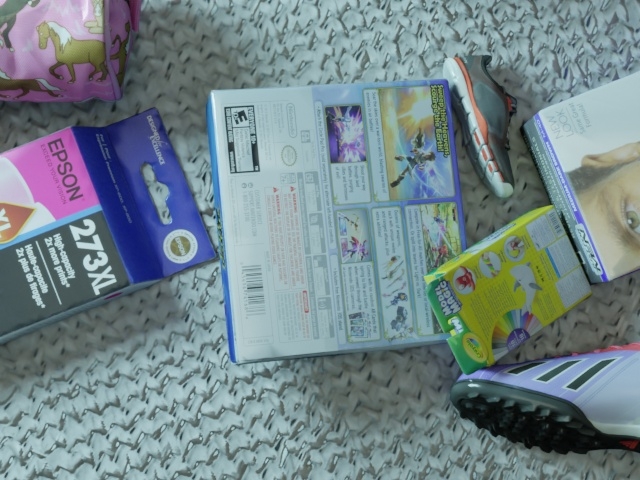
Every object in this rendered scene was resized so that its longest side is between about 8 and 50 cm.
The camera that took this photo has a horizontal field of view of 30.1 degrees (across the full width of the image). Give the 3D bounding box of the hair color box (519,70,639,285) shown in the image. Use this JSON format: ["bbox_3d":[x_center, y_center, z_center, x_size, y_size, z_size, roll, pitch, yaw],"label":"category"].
[{"bbox_3d":[0.398,-0.100,1.206,0.339,0.110,0.185,-22,86,-2],"label":"hair color box"}]

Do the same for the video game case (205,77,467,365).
[{"bbox_3d":[0.020,-0.021,1.192,0.244,0.061,0.269,-4,84,-12],"label":"video game case"}]

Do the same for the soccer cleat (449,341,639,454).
[{"bbox_3d":[0.290,0.151,1.191,0.318,0.108,0.116,8,62,2],"label":"soccer cleat"}]

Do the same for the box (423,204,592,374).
[{"bbox_3d":[0.180,0.050,1.174,0.179,0.043,0.105,-29,97,-31],"label":"box"}]

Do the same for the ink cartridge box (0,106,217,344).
[{"bbox_3d":[-0.309,0.005,1.203,0.371,0.069,0.175,-22,85,-6],"label":"ink cartridge box"}]

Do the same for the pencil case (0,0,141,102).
[{"bbox_3d":[-0.374,-0.207,1.169,0.386,0.160,0.167,-1,61,-2],"label":"pencil case"}]

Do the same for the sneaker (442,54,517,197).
[{"bbox_3d":[0.180,-0.123,1.227,0.065,0.061,0.157,-18,86,-9],"label":"sneaker"}]
